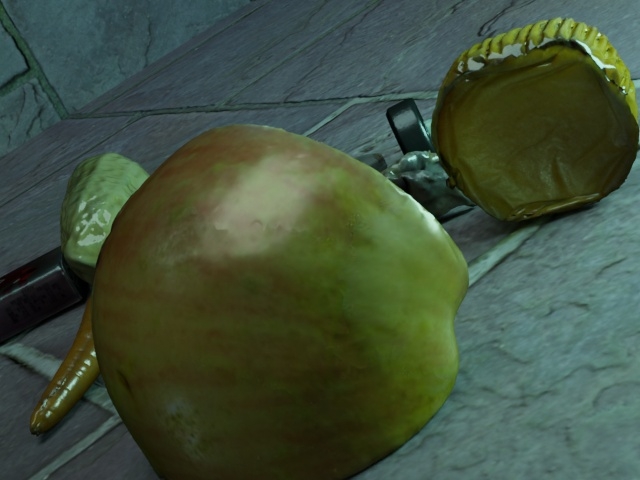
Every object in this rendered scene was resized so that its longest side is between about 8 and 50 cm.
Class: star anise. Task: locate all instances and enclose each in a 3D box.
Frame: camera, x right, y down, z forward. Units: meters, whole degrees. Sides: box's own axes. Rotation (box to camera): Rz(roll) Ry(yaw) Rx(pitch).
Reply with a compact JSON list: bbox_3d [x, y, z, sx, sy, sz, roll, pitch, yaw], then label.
[{"bbox_3d":[0.065,-0.048,1.246,0.208,0.063,0.171,0,31,4],"label":"star anise"}]

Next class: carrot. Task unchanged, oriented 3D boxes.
[{"bbox_3d":[-0.266,0.127,1.334,0.066,0.062,0.271,8,29,2],"label":"carrot"}]

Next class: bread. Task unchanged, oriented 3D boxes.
[{"bbox_3d":[0.210,-0.121,1.123,0.199,0.199,0.104,-19,21,25],"label":"bread"}]

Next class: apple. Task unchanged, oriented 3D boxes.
[{"bbox_3d":[-0.040,0.064,0.990,0.252,0.313,0.309,10,-5,-35],"label":"apple"}]

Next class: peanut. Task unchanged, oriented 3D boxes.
[{"bbox_3d":[-0.294,-0.030,1.631,0.152,0.152,0.313,-27,19,4],"label":"peanut"}]

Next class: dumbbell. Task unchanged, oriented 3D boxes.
[{"bbox_3d":[0.181,-0.151,1.357,0.191,0.100,0.100,-26,20,8],"label":"dumbbell"}]

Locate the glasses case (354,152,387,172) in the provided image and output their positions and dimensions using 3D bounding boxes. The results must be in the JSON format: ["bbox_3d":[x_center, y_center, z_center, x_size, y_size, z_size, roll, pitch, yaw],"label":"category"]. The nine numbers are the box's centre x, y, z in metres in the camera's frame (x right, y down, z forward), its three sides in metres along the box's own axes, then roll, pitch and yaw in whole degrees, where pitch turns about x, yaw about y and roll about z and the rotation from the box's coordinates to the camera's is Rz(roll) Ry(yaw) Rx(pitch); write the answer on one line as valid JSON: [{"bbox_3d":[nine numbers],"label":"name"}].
[{"bbox_3d":[0.026,-0.058,1.419,0.063,0.041,0.164,-9,28,42],"label":"glasses case"}]

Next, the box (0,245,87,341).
[{"bbox_3d":[-0.440,0.091,1.632,0.224,0.069,0.120,-28,20,5],"label":"box"}]
